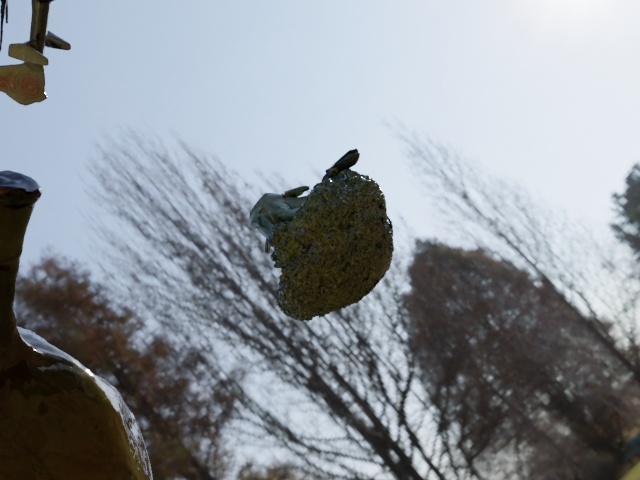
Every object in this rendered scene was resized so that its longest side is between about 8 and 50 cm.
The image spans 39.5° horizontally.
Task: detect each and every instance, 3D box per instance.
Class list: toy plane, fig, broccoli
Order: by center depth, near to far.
[{"bbox_3d":[-0.110,-0.111,0.359,0.031,0.049,0.121,-88,11,-68],"label":"toy plane"},{"bbox_3d":[-0.189,0.090,0.526,0.190,0.190,0.290,-14,-67,-55],"label":"fig"},{"bbox_3d":[0.000,0.000,0.723,0.130,0.120,0.131,-58,-25,-16],"label":"broccoli"}]
